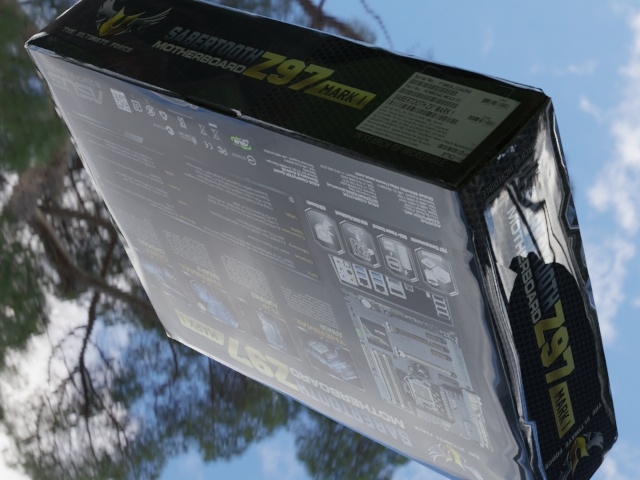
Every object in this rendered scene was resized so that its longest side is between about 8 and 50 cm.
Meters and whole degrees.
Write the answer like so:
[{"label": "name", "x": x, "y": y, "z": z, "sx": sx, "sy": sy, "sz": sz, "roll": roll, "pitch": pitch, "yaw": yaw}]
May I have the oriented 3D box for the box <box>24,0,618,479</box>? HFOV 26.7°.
[{"label": "box", "x": 0.000, "y": 0.000, "z": 0.553, "sx": 0.232, "sy": 0.183, "sz": 0.059, "roll": 22, "pitch": -126, "yaw": 39}]
